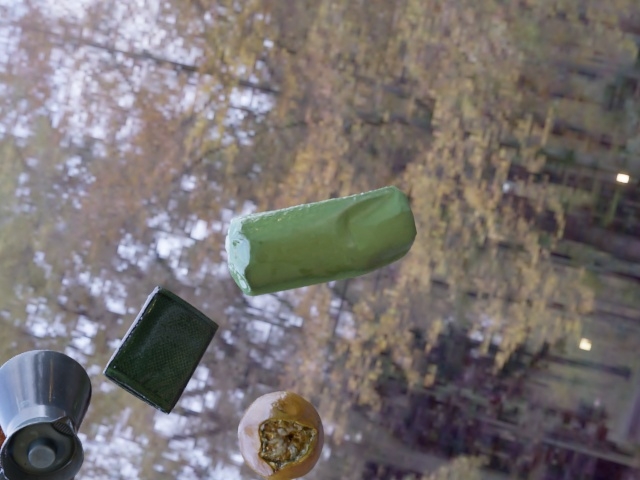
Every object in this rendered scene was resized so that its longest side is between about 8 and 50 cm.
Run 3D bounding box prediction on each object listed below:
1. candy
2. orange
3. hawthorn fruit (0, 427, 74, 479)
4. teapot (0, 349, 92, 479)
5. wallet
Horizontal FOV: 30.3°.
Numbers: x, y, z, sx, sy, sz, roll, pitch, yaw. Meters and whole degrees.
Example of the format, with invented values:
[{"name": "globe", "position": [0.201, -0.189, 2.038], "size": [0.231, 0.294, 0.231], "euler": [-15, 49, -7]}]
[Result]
[{"name": "candy", "position": [0.000, 0.000, 2.101], "size": [0.132, 0.344, 0.142], "euler": [100, 150, -49]}, {"name": "orange", "position": [-0.063, 0.335, 2.022], "size": [0.134, 0.155, 0.154], "euler": [-19, 46, 57]}, {"name": "hawthorn fruit", "position": [-0.629, 0.494, 2.475], "size": [0.254, 0.300, 0.254], "euler": [-26, -26, -14]}, {"name": "teapot", "position": [-0.473, 0.307, 1.958], "size": [0.203, 0.171, 0.225], "euler": [-43, 26, 8]}, {"name": "wallet", "position": [-0.322, 0.222, 2.395], "size": [0.055, 0.160, 0.236], "euler": [-47, 12, 54]}]
